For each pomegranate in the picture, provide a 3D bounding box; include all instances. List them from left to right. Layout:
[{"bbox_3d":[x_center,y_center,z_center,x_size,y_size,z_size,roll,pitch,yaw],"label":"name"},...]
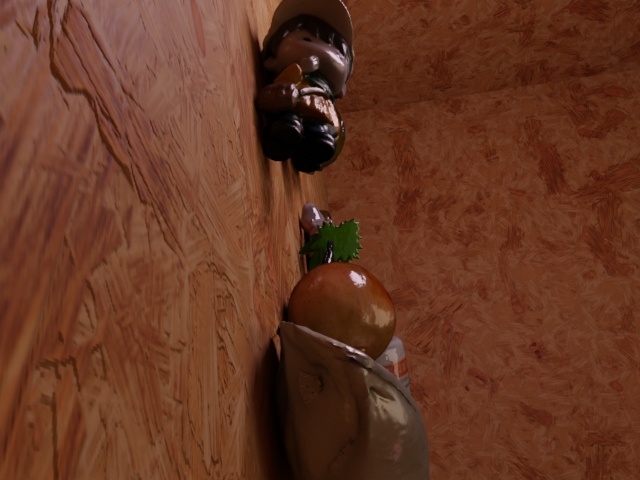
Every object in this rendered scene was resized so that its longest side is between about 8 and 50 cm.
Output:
[{"bbox_3d":[0.030,0.131,0.926,0.191,0.191,0.191,-8,90,-87],"label":"pomegranate"}]

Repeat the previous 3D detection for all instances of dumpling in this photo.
[{"bbox_3d":[0.016,0.229,0.716,0.260,0.181,0.341,28,-13,48],"label":"dumpling"}]

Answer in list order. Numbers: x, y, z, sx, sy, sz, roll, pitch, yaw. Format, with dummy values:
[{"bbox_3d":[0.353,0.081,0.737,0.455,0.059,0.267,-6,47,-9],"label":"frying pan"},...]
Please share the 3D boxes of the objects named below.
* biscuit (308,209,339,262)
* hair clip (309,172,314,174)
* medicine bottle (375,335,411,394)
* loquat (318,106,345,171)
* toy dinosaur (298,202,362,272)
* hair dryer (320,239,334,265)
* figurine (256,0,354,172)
[{"bbox_3d":[0.013,0.094,1.594,0.394,0.070,0.351,73,12,-65],"label":"biscuit"},{"bbox_3d":[-0.021,-0.262,1.449,0.282,0.113,0.173,66,5,-78],"label":"hair clip"},{"bbox_3d":[0.100,0.404,1.192,0.211,0.210,0.372,14,68,-86],"label":"medicine bottle"},{"bbox_3d":[-0.016,-0.235,1.227,0.152,0.152,0.195,78,-1,-53],"label":"loquat"},{"bbox_3d":[-0.006,0.003,1.329,0.177,0.152,0.194,-9,-84,65],"label":"toy dinosaur"},{"bbox_3d":[0.007,0.094,1.185,0.196,0.075,0.219,93,9,-53],"label":"hair dryer"},{"bbox_3d":[-0.036,-0.275,1.009,0.204,0.185,0.333,-27,-133,60],"label":"figurine"}]
